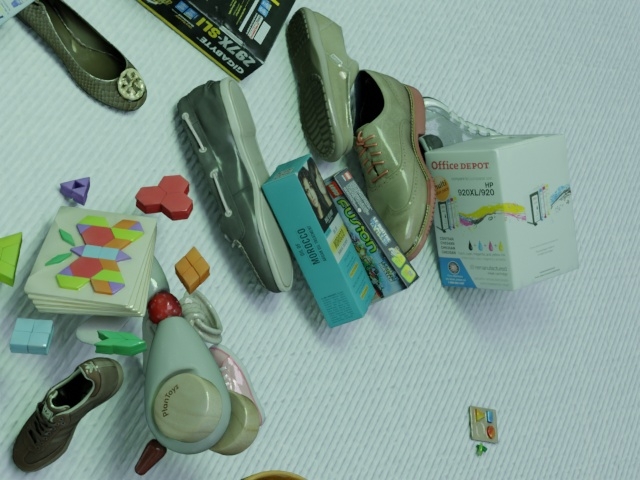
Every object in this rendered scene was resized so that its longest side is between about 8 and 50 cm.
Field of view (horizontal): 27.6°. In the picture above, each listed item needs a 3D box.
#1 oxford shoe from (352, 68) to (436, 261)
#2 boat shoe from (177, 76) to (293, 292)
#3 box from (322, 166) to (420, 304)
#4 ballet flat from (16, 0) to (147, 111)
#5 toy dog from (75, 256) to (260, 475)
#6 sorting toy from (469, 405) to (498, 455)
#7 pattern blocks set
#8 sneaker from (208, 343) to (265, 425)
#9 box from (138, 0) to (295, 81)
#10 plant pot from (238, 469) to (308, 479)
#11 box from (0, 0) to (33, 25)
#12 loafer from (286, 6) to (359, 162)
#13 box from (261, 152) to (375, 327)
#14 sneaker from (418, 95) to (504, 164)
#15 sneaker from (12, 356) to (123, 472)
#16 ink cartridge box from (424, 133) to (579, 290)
[{"bbox_3d":[0.097,-0.121,2.099,0.130,0.123,0.348,26,46,-38],"label":"oxford shoe"},{"bbox_3d":[-0.125,-0.075,1.937,0.112,0.096,0.335,1,72,-71],"label":"boat shoe"},{"bbox_3d":[0.053,-0.003,2.020,0.036,0.114,0.207,-38,97,-42],"label":"box"},{"bbox_3d":[-0.340,-0.283,1.860,0.250,0.058,0.084,45,50,-15],"label":"ballet flat"},{"bbox_3d":[-0.217,0.169,1.689,0.220,0.161,0.333,47,8,-38],"label":"toy dog"},{"bbox_3d":[0.269,0.312,2.127,0.062,0.012,0.083,15,62,-34],"label":"sorting toy"},{"bbox_3d":[-0.287,0.024,1.683,0.285,0.026,0.324,-3,43,-8],"label":"pattern blocks set"},{"bbox_3d":[-0.132,0.214,1.819,0.070,0.051,0.134,-32,97,-48],"label":"sneaker"},{"bbox_3d":[-0.152,-0.451,2.074,0.257,0.079,0.322,38,52,-22],"label":"box"},{"bbox_3d":[-0.098,0.413,1.668,0.205,0.188,0.205,17,61,-33],"label":"plant pot"},{"bbox_3d":[-0.453,-0.317,1.734,0.137,0.126,0.072,-49,115,-40],"label":"box"},{"bbox_3d":[0.018,-0.255,2.105,0.092,0.102,0.268,-2,72,-27],"label":"loafer"},{"bbox_3d":[0.000,0.000,1.957,0.244,0.060,0.100,65,21,-14],"label":"box"},{"bbox_3d":[0.235,-0.144,2.260,0.229,0.086,0.132,25,63,-19],"label":"sneaker"},{"bbox_3d":[-0.324,0.207,1.585,0.066,0.188,0.071,48,13,25],"label":"sneaker"},{"bbox_3d":[0.299,-0.051,2.153,0.168,0.171,0.232,-16,101,-38],"label":"ink cartridge box"}]
